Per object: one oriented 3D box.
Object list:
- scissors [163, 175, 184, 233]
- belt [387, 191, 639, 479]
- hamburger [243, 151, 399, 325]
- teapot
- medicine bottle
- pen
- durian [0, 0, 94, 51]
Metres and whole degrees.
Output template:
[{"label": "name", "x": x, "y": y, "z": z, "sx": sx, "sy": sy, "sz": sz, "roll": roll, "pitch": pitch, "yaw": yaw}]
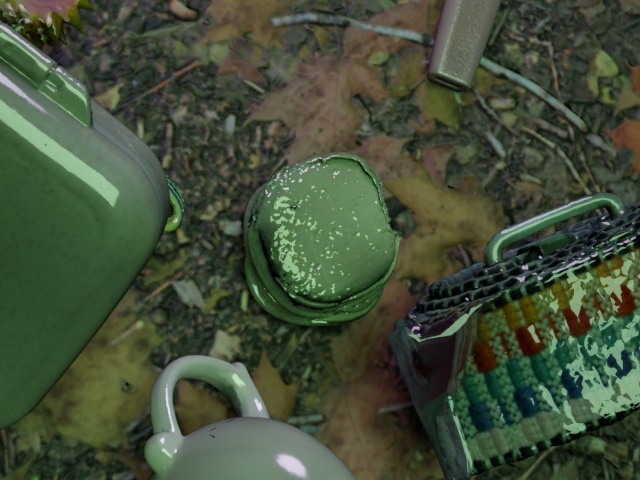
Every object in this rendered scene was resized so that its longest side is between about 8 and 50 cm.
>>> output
[{"label": "scissors", "x": -0.199, "y": -0.068, "z": 0.900, "sx": 0.133, "sy": 0.020, "sz": 0.187, "roll": -32, "pitch": 87, "yaw": -38}, {"label": "belt", "x": 0.195, "y": 0.057, "z": 0.917, "sx": 0.295, "sy": 0.207, "sz": 0.161, "roll": -22, "pitch": 91, "yaw": -5}, {"label": "hamburger", "x": 0.000, "y": 0.000, "z": 0.939, "sx": 0.133, "sy": 0.062, "sz": 0.140, "roll": -4, "pitch": 79, "yaw": -19}, {"label": "teapot", "x": -0.044, "y": 0.214, "z": 0.828, "sx": 0.165, "sy": 0.208, "sz": 0.300, "roll": -3, "pitch": 61, "yaw": -38}, {"label": "medicine bottle", "x": -0.303, "y": -0.052, "z": 0.775, "sx": 0.375, "sy": 0.123, "sz": 0.282, "roll": 37, "pitch": 107, "yaw": -8}, {"label": "pen", "x": 0.142, "y": -0.233, "z": 1.040, "sx": 0.053, "sy": 0.032, "sz": 0.197, "roll": 21, "pitch": 77, "yaw": -12}, {"label": "durian", "x": -0.296, "y": -0.225, "z": 0.856, "sx": 0.260, "sy": 0.154, "sz": 0.186, "roll": 51, "pitch": 49, "yaw": 0}]
